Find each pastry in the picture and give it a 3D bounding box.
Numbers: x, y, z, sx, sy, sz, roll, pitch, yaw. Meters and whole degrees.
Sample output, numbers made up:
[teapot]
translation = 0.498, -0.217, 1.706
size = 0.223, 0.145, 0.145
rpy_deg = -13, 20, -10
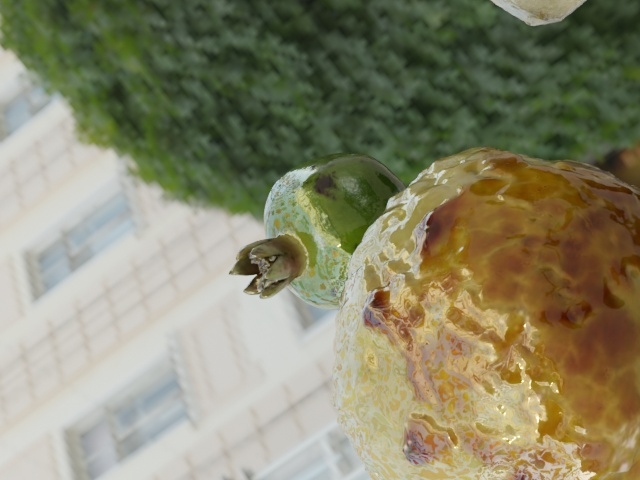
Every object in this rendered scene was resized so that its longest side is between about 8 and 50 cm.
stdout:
[pastry]
translation = 0.198, 0.099, 1.506
size = 0.388, 0.388, 0.312
rpy_deg = 50, 153, -15

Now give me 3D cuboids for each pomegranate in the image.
[pomegranate]
translation = 0.001, 0.000, 1.831
size = 0.225, 0.187, 0.187
rpy_deg = -25, -104, -35

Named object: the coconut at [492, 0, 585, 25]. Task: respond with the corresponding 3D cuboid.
[coconut]
translation = 0.199, -0.335, 1.534
size = 0.237, 0.237, 0.266
rpy_deg = 15, -108, -66
